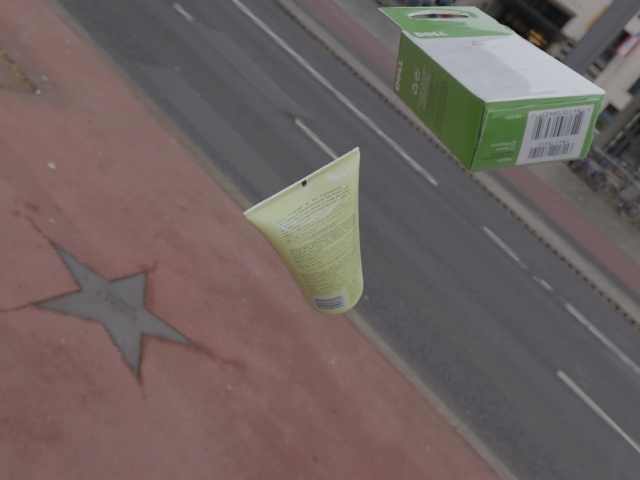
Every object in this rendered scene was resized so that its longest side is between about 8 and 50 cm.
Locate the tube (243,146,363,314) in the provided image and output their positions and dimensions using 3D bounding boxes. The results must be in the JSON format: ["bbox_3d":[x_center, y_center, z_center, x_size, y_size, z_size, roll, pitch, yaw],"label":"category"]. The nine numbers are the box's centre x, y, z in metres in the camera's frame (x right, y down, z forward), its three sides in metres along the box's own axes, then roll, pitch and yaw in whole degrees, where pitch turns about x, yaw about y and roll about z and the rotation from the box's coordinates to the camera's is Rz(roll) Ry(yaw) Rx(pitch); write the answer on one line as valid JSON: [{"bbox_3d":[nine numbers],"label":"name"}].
[{"bbox_3d":[0.000,0.000,0.630,0.062,0.070,0.240,15,-18,12],"label":"tube"}]

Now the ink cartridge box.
[{"bbox_3d":[0.133,-0.140,0.658,0.109,0.062,0.209,-8,37,-18],"label":"ink cartridge box"}]
